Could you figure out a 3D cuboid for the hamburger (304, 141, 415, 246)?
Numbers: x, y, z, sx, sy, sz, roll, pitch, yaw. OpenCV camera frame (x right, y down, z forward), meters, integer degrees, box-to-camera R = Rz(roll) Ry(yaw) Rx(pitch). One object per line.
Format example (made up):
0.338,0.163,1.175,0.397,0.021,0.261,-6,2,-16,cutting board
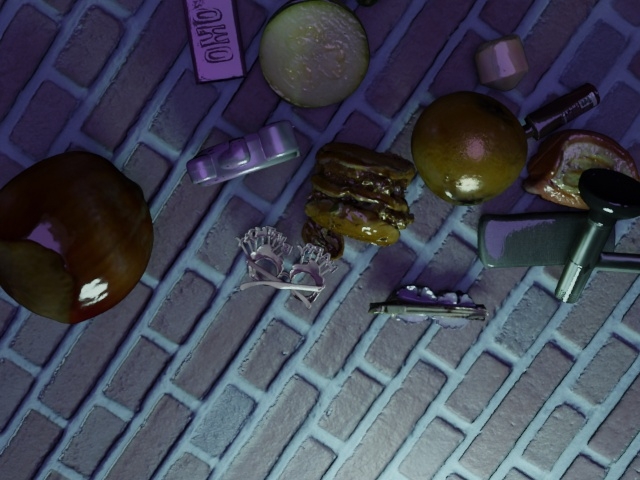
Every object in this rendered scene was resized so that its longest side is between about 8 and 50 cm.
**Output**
0.099,-0.104,1.789,0.261,0.245,0.211,14,99,-13,hamburger

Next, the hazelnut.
-0.551,-0.010,1.741,0.366,0.366,0.365,0,99,-2,hazelnut

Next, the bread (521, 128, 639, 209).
0.621,-0.159,1.853,0.245,0.123,0.190,16,104,-5,bread

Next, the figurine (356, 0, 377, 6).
0.051,-0.648,1.758,0.325,0.124,0.222,8,99,1,figurine

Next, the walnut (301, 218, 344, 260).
0.000,0.000,1.890,0.121,0.052,0.091,48,63,-8,walnut

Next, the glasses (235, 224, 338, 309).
-0.092,0.060,1.851,0.256,0.095,0.162,20,111,8,glasses

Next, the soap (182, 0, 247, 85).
-0.239,-0.462,1.805,0.122,0.065,0.203,-9,100,0,soap

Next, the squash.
-0.016,-0.425,1.792,0.252,0.049,0.251,1,118,3,squash

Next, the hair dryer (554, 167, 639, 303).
0.689,-0.014,1.818,0.284,0.155,0.320,-14,131,-19,hair dryer

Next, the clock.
-0.170,-0.191,1.768,0.248,0.227,0.090,-19,97,-1,clock

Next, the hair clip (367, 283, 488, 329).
0.262,0.161,1.920,0.292,0.084,0.106,4,94,-8,hair clip

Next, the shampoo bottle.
0.537,-0.285,1.862,0.236,0.067,0.068,-29,90,3,shampoo bottle

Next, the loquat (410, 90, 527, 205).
0.331,-0.209,1.769,0.263,0.263,0.262,0,99,-2,loquat

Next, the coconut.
0.416,-0.401,1.816,0.116,0.116,0.122,-16,101,1,coconut

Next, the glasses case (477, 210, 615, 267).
0.539,-0.005,1.901,0.324,0.074,0.131,-3,100,-2,glasses case
